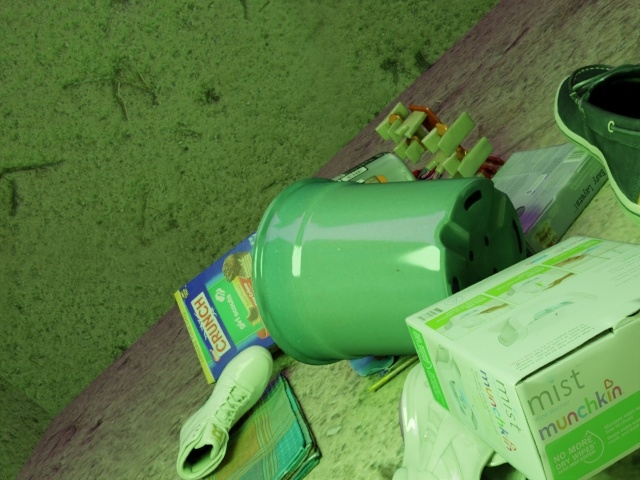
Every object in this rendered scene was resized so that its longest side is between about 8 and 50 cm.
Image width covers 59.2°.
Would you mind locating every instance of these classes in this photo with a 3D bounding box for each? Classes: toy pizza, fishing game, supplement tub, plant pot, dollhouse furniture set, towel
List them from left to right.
[{"bbox_3d":[-0.140,0.426,1.129,0.271,0.040,0.370,-44,14,-3],"label":"towel"},{"bbox_3d":[0.076,-0.066,1.435,0.338,0.207,0.207,-31,12,-13],"label":"supplement tub"},{"bbox_3d":[0.124,0.183,1.101,0.189,0.041,0.264,-37,16,16],"label":"fishing game"},{"bbox_3d":[0.124,0.043,0.911,0.334,0.341,0.341,-6,38,45],"label":"plant pot"},{"bbox_3d":[0.275,-0.164,1.672,0.201,0.032,0.201,-40,15,13],"label":"toy pizza"},{"bbox_3d":[0.294,-0.214,1.279,0.135,0.259,0.262,-50,29,-2],"label":"dollhouse furniture set"}]

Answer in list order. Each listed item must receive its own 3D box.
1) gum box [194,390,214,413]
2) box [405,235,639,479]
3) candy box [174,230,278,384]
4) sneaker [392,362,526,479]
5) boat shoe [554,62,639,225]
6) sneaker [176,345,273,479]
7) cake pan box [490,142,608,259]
[{"bbox_3d":[-0.236,0.397,1.405,0.184,0.041,0.157,-36,6,26],"label":"gum box"},{"bbox_3d":[0.264,0.105,0.603,0.261,0.127,0.231,-24,12,-12],"label":"box"},{"bbox_3d":[-0.192,0.170,1.437,0.317,0.268,0.122,-36,-20,23],"label":"candy box"},{"bbox_3d":[0.171,0.257,0.693,0.152,0.114,0.305,-16,24,20],"label":"sneaker"},{"bbox_3d":[0.480,-0.195,0.855,0.186,0.156,0.500,-3,31,12],"label":"boat shoe"},{"bbox_3d":[-0.196,0.370,1.190,0.293,0.108,0.169,-53,13,5],"label":"sneaker"},{"bbox_3d":[0.390,-0.079,1.064,0.267,0.070,0.245,-48,17,-14],"label":"cake pan box"}]
